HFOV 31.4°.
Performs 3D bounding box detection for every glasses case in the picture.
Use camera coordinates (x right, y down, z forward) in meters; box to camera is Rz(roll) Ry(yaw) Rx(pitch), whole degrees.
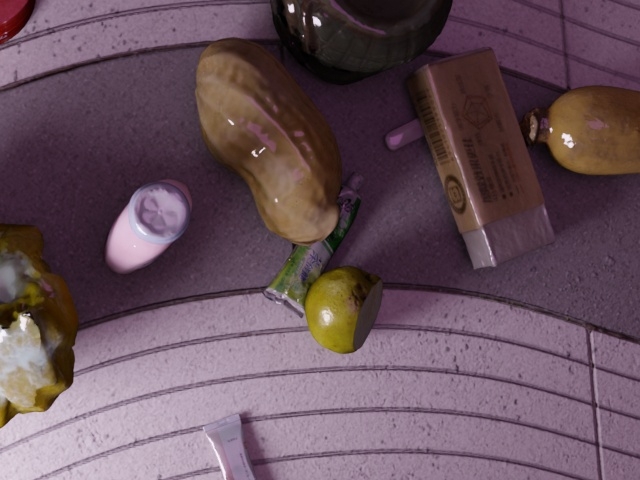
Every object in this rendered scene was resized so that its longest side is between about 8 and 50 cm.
[{"bbox_3d":[0.144,-0.176,1.878,0.083,0.021,0.032,-29,90,-15],"label":"glasses case"}]

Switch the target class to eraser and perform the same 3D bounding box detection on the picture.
[{"bbox_3d":[0.264,-0.135,1.867,0.144,0.078,0.344,-19,90,-25],"label":"eraser"}]

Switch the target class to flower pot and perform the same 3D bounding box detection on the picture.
[{"bbox_3d":[0.047,-0.396,1.776,0.301,0.213,0.302,1,84,-14],"label":"flower pot"}]

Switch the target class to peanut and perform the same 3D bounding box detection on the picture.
[{"bbox_3d":[-0.073,-0.158,1.749,0.174,0.158,0.340,-40,89,-18],"label":"peanut"}]

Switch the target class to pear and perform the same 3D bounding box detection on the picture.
[{"bbox_3d":[0.030,0.102,1.778,0.104,0.141,0.141,23,79,15],"label":"pear"}]

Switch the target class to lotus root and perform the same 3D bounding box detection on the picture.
[{"bbox_3d":[0.485,-0.182,1.905,0.303,0.131,0.146,2,83,-13],"label":"lotus root"}]

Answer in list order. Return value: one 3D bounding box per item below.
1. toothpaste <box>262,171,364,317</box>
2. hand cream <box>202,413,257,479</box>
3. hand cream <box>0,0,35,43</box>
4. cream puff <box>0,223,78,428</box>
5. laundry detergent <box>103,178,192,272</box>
[{"bbox_3d":[0.000,0.000,1.817,0.078,0.047,0.248,32,80,-8],"label":"toothpaste"},{"bbox_3d":[-0.121,0.380,1.761,0.052,0.038,0.216,-14,82,-39],"label":"hand cream"},{"bbox_3d":[-0.513,-0.386,1.683,0.193,0.125,0.193,1,85,-12],"label":"hand cream"},{"bbox_3d":[-0.496,0.112,1.609,0.323,0.270,0.274,15,116,-11],"label":"cream puff"},{"bbox_3d":[-0.239,-0.024,1.609,0.088,0.335,0.159,40,77,-7],"label":"laundry detergent"}]
